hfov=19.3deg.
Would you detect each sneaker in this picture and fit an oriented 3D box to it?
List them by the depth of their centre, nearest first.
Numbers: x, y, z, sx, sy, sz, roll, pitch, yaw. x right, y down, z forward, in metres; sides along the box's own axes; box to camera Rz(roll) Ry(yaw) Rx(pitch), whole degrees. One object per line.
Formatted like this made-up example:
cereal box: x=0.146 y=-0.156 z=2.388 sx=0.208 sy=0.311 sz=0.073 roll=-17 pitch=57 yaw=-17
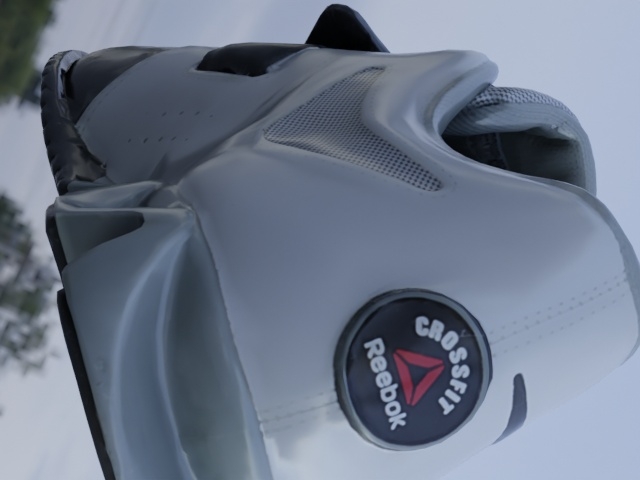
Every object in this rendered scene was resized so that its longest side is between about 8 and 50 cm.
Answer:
sneaker: x=0.000 y=0.000 z=0.540 sx=0.330 sy=0.146 sz=0.122 roll=-125 pitch=-161 yaw=-71
